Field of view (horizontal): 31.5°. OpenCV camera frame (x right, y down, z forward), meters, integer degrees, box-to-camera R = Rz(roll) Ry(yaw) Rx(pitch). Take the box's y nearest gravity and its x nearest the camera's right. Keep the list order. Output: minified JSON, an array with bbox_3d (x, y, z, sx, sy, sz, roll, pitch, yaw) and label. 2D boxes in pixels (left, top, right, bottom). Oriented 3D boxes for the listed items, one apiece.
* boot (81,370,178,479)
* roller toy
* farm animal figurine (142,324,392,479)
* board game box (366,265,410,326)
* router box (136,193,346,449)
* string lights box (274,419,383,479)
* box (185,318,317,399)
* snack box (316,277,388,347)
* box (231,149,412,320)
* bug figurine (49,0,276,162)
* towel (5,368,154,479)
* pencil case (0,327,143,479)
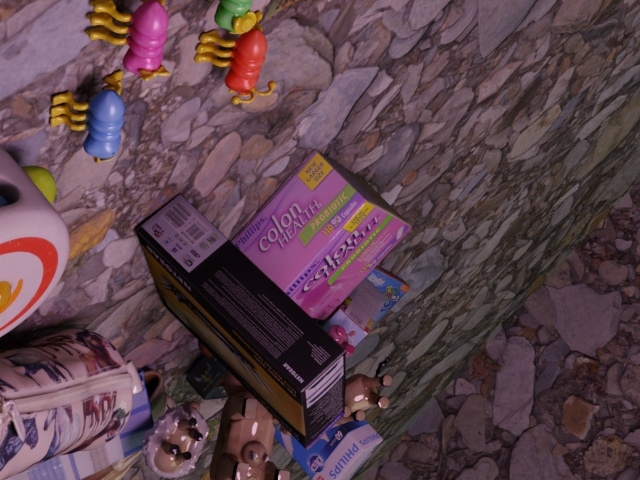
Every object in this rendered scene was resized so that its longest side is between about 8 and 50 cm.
[{"bbox_3d":[-0.320,0.300,1.778,0.213,0.077,0.165,-39,157,-16],"label":"boot"},{"bbox_3d":[-0.346,0.012,1.083,0.209,0.146,0.191,-45,159,5],"label":"roller toy"},{"bbox_3d":[-0.084,0.261,1.765,0.172,0.330,0.327,-16,-134,63],"label":"farm animal figurine"},{"bbox_3d":[0.087,0.117,2.248,0.145,0.027,0.281,-45,159,6],"label":"board game box"},{"bbox_3d":[-0.099,0.112,1.499,0.081,0.309,0.243,-41,159,-17],"label":"router box"},{"bbox_3d":[-0.021,0.329,2.122,0.076,0.260,0.133,-10,140,-56],"label":"string lights box"},{"bbox_3d":[-0.104,0.170,1.947,0.233,0.059,0.183,-49,162,11],"label":"box"},{"bbox_3d":[0.022,0.163,1.945,0.174,0.070,0.207,-47,-178,20],"label":"snack box"},{"bbox_3d":[0.000,0.000,1.739,0.213,0.117,0.243,-47,159,8],"label":"box"},{"bbox_3d":[-0.143,-0.190,1.180,0.279,0.072,0.216,-31,155,-31],"label":"bug figurine"},{"bbox_3d":[-0.372,0.303,1.638,0.285,0.034,0.209,-23,145,-20],"label":"towel"},{"bbox_3d":[-0.353,0.194,1.303,0.183,0.160,0.410,-7,179,13],"label":"pencil case"}]
